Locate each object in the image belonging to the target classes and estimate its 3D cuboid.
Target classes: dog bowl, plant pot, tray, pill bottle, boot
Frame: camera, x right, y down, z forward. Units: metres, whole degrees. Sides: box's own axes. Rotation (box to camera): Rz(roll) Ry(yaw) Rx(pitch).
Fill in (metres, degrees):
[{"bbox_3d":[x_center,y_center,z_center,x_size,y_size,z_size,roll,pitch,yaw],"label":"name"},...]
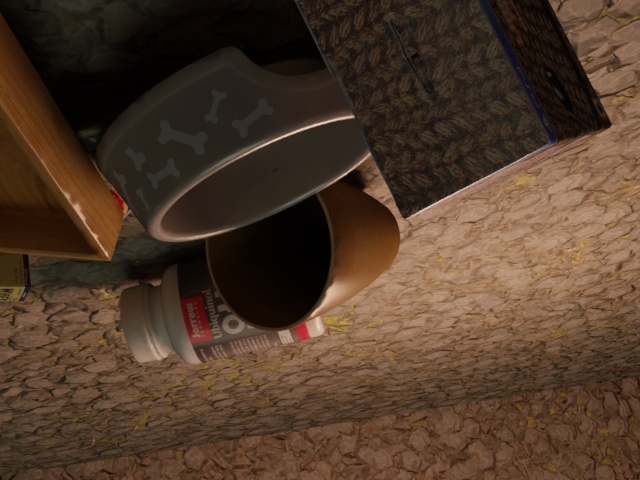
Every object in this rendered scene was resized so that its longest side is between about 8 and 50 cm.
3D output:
[{"bbox_3d":[-0.074,-0.110,1.019,0.349,0.102,0.349,-25,170,-4],"label":"dog bowl"},{"bbox_3d":[0.000,0.000,1.317,0.237,0.237,0.254,-30,166,35],"label":"plant pot"},{"bbox_3d":[-0.367,-0.115,0.903,0.203,0.076,0.411,5,150,11],"label":"tray"},{"bbox_3d":[-0.164,0.109,1.490,0.319,0.176,0.176,-13,156,1],"label":"pill bottle"},{"bbox_3d":[-0.229,-0.128,1.063,0.213,0.077,0.165,-14,161,-13],"label":"boot"}]

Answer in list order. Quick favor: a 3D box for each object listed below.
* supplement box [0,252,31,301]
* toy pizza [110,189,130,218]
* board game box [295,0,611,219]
[{"bbox_3d":[-0.478,0.043,1.305,0.083,0.083,0.056,1,154,-30],"label":"supplement box"},{"bbox_3d":[-0.361,-0.042,1.239,0.201,0.032,0.201,-10,156,-5],"label":"toy pizza"},{"bbox_3d":[0.137,-0.170,0.838,0.141,0.232,0.291,-28,176,29],"label":"board game box"}]
